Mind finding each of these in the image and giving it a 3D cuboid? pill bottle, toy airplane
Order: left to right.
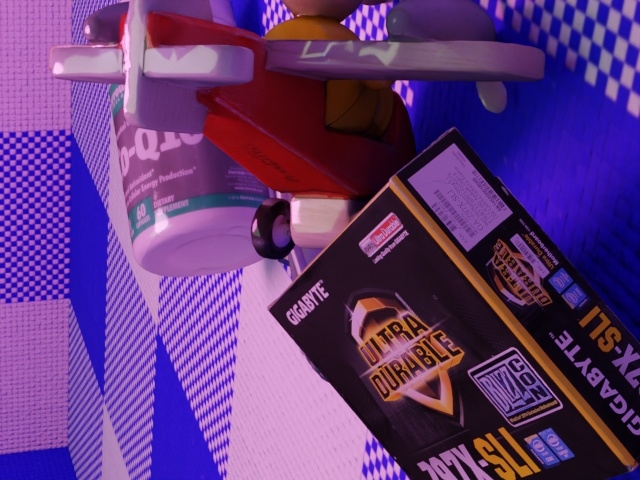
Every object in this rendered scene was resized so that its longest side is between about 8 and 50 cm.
[{"bbox_3d":[-0.173,-0.150,1.743,0.204,0.204,0.361,126,136,-61],"label":"pill bottle"},{"bbox_3d":[-0.041,-0.162,1.132,0.384,0.386,0.272,138,151,-72],"label":"toy airplane"}]

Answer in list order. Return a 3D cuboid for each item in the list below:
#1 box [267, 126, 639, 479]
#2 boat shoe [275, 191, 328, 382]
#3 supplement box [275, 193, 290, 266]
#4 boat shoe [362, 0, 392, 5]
[{"bbox_3d":[0.104,0.086,1.021,0.257,0.079,0.322,49,154,2],"label":"box"},{"bbox_3d":[0.000,0.000,1.421,0.099,0.116,0.319,174,87,-67],"label":"boat shoe"},{"bbox_3d":[-0.014,-0.012,1.541,0.083,0.056,0.083,-160,67,-69],"label":"supplement box"},{"bbox_3d":[0.062,-0.303,1.209,0.335,0.095,0.112,158,107,-70],"label":"boat shoe"}]
